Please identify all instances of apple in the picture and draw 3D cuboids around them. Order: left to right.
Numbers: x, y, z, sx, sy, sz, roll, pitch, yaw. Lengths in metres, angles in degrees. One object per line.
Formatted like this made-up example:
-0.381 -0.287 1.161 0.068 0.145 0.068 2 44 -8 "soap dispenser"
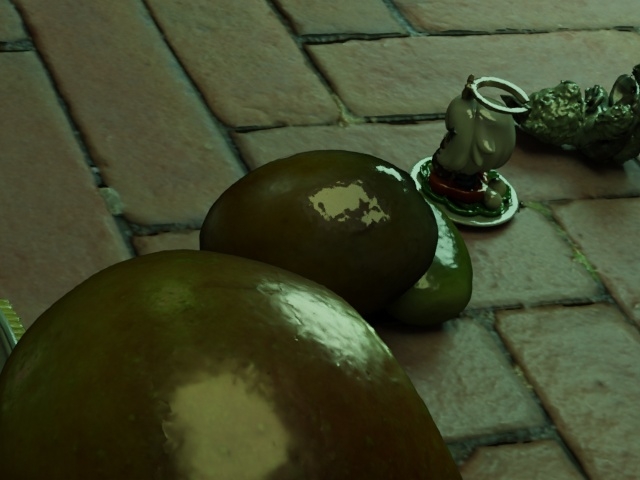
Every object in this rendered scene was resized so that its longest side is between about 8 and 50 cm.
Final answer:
-0.075 0.193 1.414 0.384 0.374 0.374 28 26 -35 "apple"

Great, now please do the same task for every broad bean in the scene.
0.089 0.015 1.927 0.124 0.082 0.174 -9 53 -28 "broad bean"

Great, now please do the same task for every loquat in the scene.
0.000 0.000 1.808 0.227 0.179 0.179 -10 34 14 "loquat"

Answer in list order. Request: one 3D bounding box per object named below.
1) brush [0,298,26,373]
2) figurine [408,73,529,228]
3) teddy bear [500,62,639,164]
-0.251 0.147 1.639 0.060 0.068 0.297 13 34 -43 "brush"
0.175 -0.106 2.046 0.132 0.153 0.132 11 37 -8 "figurine"
0.323 -0.140 2.210 0.213 0.111 0.133 -10 16 4 "teddy bear"
